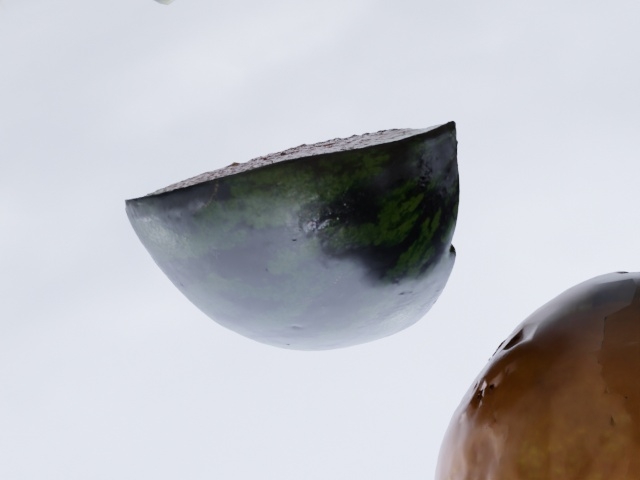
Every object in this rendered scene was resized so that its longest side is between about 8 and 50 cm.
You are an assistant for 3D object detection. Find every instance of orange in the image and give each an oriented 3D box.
[{"bbox_3d":[0.179,0.134,0.486,0.246,0.246,0.246,-17,-151,10],"label":"orange"}]

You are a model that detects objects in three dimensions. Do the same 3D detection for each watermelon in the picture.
[{"bbox_3d":[-0.001,0.013,0.584,0.193,0.145,0.137,-11,-167,12],"label":"watermelon"}]

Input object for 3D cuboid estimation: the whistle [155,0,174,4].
[{"bbox_3d":[-0.035,-0.296,0.926,0.326,0.068,0.057,-11,-164,32],"label":"whistle"}]
